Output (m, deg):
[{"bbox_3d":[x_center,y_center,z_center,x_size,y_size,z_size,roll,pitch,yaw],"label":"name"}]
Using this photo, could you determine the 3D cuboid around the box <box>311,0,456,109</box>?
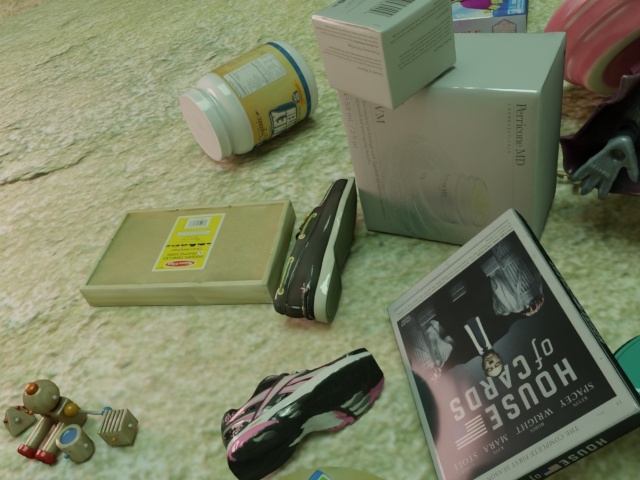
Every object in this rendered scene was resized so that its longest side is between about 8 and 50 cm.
[{"bbox_3d":[0.066,-0.204,0.591,0.101,0.087,0.102,-40,46,-21],"label":"box"}]

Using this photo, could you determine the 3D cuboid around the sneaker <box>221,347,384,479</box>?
[{"bbox_3d":[-0.024,0.154,0.579,0.178,0.072,0.077,-25,31,-19],"label":"sneaker"}]

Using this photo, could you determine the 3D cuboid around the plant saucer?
[{"bbox_3d":[0.474,-0.297,0.783,0.332,0.332,0.084,-14,76,2],"label":"plant saucer"}]

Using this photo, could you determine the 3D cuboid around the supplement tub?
[{"bbox_3d":[-0.120,-0.235,0.984,0.200,0.144,0.144,-35,44,-20],"label":"supplement tub"}]

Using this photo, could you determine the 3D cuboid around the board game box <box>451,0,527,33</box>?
[{"bbox_3d":[0.268,-0.495,1.214,0.318,0.066,0.318,2,44,19],"label":"board game box"}]

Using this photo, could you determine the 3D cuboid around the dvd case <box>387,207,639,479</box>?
[{"bbox_3d":[0.157,0.102,0.537,0.179,0.029,0.238,-43,34,24],"label":"dvd case"}]

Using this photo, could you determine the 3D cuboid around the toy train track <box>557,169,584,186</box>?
[{"bbox_3d":[0.354,-0.079,0.763,0.083,0.014,0.048,11,40,20],"label":"toy train track"}]

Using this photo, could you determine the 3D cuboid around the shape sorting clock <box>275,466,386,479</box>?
[{"bbox_3d":[0.005,0.276,0.450,0.206,0.040,0.206,-7,39,6],"label":"shape sorting clock"}]

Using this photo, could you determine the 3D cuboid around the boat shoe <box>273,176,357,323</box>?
[{"bbox_3d":[0.000,0.000,0.730,0.069,0.081,0.228,3,46,15],"label":"boat shoe"}]

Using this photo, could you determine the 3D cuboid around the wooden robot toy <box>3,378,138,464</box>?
[{"bbox_3d":[-0.286,0.185,0.615,0.173,0.079,0.076,4,44,22],"label":"wooden robot toy"}]

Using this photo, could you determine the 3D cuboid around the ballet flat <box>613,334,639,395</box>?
[{"bbox_3d":[0.368,0.100,0.492,0.280,0.096,0.095,-21,39,-6],"label":"ballet flat"}]

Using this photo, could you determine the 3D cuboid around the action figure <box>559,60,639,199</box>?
[{"bbox_3d":[0.431,-0.193,0.665,0.248,0.275,0.370,26,51,38],"label":"action figure"}]

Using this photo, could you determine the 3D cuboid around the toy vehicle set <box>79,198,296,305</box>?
[{"bbox_3d":[-0.177,0.015,0.804,0.267,0.035,0.166,-2,42,15],"label":"toy vehicle set"}]

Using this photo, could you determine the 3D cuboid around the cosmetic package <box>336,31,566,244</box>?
[{"bbox_3d":[0.162,-0.118,0.703,0.225,0.224,0.138,9,47,27],"label":"cosmetic package"}]
